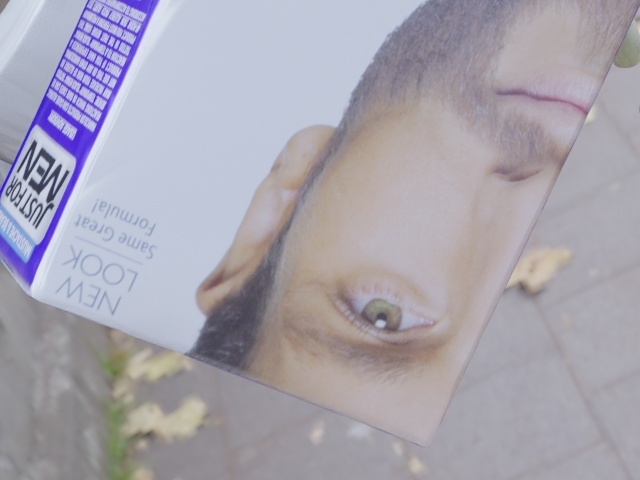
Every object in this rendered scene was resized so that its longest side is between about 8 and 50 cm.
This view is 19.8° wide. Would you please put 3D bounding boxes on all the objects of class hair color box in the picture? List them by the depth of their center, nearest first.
[{"bbox_3d":[0.023,-0.109,0.730,0.339,0.185,0.110,-65,25,6],"label":"hair color box"}]

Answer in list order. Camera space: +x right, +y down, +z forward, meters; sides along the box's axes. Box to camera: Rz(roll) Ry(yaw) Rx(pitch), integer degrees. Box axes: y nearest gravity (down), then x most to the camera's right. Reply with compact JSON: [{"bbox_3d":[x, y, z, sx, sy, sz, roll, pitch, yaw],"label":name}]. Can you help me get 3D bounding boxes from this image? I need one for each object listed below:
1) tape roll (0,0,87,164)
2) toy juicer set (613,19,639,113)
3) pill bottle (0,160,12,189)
[{"bbox_3d":[-0.133,-0.150,1.207,0.246,0.169,0.246,-43,33,38],"label":"tape roll"},{"bbox_3d":[0.298,-0.089,1.415,0.089,0.329,0.209,-25,-7,8],"label":"toy juicer set"},{"bbox_3d":[-0.312,-0.011,1.312,0.121,0.121,0.221,1,34,46],"label":"pill bottle"}]
